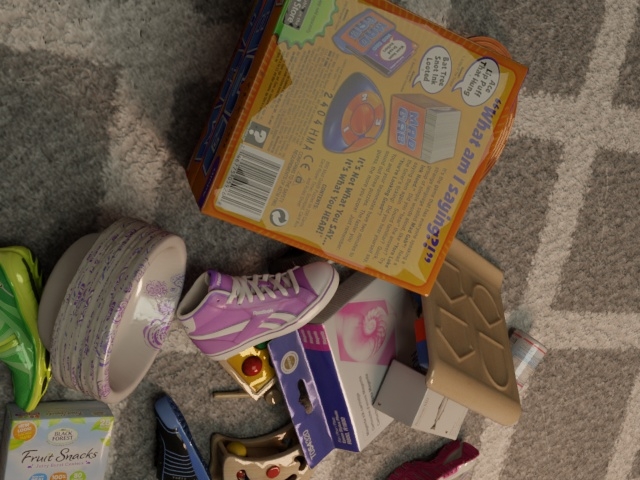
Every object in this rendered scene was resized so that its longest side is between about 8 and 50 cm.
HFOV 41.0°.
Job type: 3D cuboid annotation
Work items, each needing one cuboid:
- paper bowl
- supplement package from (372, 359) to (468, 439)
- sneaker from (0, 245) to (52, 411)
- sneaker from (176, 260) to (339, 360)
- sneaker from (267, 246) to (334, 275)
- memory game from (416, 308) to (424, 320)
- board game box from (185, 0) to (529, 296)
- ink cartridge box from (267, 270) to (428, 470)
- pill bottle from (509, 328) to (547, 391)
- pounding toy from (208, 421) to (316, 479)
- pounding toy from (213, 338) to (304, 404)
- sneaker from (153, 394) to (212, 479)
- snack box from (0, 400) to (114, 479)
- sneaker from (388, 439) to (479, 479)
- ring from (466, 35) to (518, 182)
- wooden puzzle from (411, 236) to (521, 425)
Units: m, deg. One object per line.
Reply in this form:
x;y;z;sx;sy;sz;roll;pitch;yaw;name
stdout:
-0.335;0.100;1.353;0.148;0.284;0.284;20;101;10;paper bowl
0.208;0.320;1.710;0.179;0.105;0.105;26;88;-48;supplement package
-0.495;0.139;1.369;0.123;0.109;0.296;-1;117;0;sneaker
-0.112;0.092;1.475;0.282;0.102;0.161;-30;130;0;sneaker
0.000;0.000;1.603;0.234;0.078;0.106;-19;112;-25;sneaker
0.237;0.224;1.863;0.186;0.012;0.186;-11;114;-26;memory game
0.030;-0.177;1.322;0.356;0.356;0.357;21;98;-16;board game box
0.071;0.243;1.674;0.330;0.071;0.324;-38;126;-34;ink cartridge box
0.440;0.289;1.960;0.087;0.087;0.160;35;90;-35;pill bottle
-0.079;0.456;1.684;0.269;0.155;0.154;18;104;-34;pounding toy
-0.123;0.250;1.615;0.181;0.094;0.206;-42;123;-9;pounding toy
-0.275;0.397;1.593;0.090;0.081;0.232;-23;114;-7;sneaker
-0.464;0.385;1.486;0.174;0.070;0.207;3;105;-30;snack box
0.258;0.559;1.952;0.252;0.103;0.111;-17;115;-23;sneaker
0.263;-0.229;1.652;0.336;0.032;0.337;-24;128;-34;ring
0.281;0.173;1.731;0.322;0.080;0.348;31;49;-41;wooden puzzle
